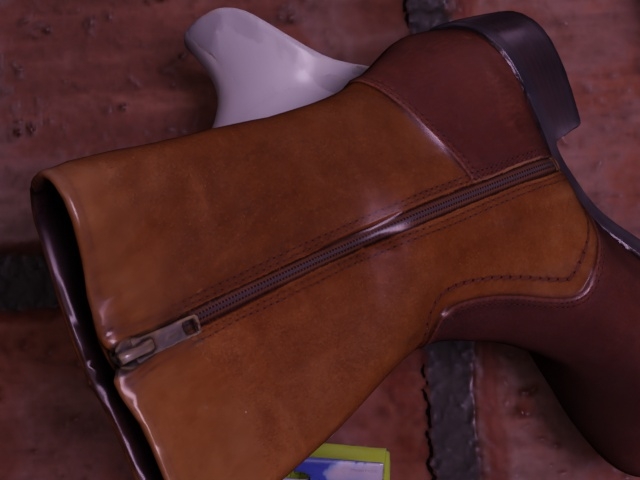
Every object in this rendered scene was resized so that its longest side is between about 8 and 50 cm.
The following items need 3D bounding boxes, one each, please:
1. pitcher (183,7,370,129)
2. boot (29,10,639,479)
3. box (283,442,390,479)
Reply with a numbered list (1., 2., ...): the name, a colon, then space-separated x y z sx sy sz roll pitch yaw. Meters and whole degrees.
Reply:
1. pitcher: 0.000 0.000 0.493 0.178 0.125 0.207 9 78 -11
2. boot: 0.050 0.046 0.399 0.280 0.096 0.264 -31 104 -40
3. box: -0.021 0.168 0.481 0.109 0.042 0.178 4 117 5
